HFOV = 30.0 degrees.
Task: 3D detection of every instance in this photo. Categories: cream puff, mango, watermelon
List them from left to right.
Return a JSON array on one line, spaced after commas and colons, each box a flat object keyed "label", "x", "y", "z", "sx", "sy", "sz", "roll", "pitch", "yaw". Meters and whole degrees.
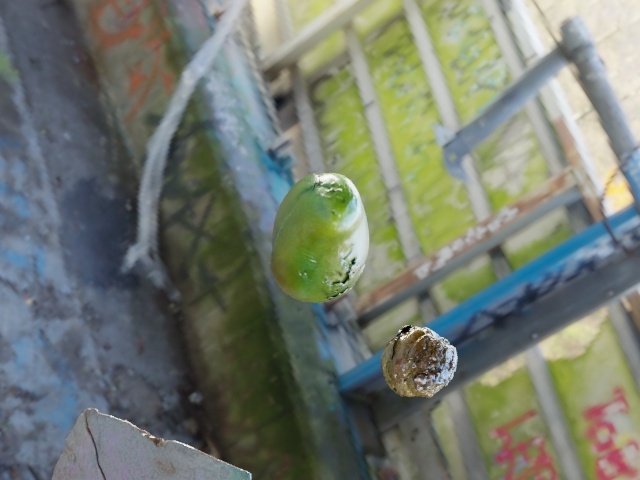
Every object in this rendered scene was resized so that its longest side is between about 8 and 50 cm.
[{"label": "watermelon", "x": -0.153, "y": 0.307, "z": 1.337, "sx": 0.292, "sy": 0.319, "sz": 0.222, "roll": 23, "pitch": 22, "yaw": 28}, {"label": "mango", "x": 0.000, "y": 0.000, "z": 1.313, "sx": 0.233, "sy": 0.111, "sz": 0.125, "roll": 104, "pitch": -13, "yaw": -75}, {"label": "cream puff", "x": 0.167, "y": 0.202, "z": 1.968, "sx": 0.133, "sy": 0.104, "sz": 0.119, "roll": 5, "pitch": 95, "yaw": -26}]
